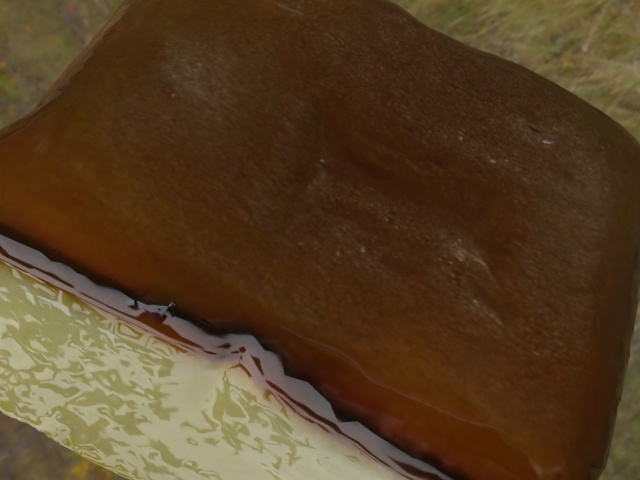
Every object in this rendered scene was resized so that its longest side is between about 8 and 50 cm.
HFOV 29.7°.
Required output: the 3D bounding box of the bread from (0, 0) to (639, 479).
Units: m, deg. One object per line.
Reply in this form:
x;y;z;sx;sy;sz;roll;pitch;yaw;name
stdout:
0.000;0.000;0.643;0.324;0.333;0.143;26;130;1;bread
